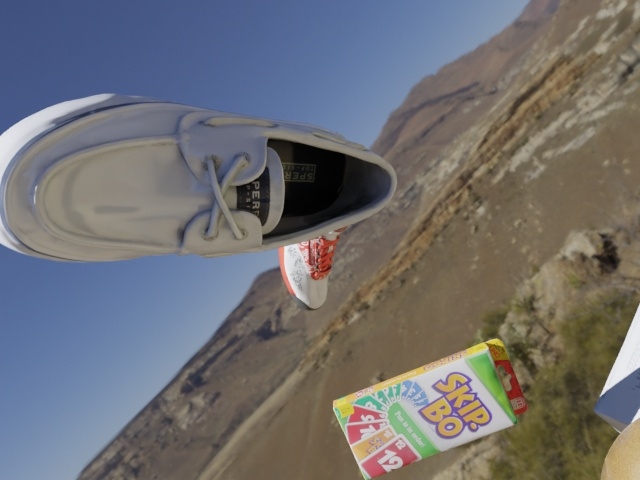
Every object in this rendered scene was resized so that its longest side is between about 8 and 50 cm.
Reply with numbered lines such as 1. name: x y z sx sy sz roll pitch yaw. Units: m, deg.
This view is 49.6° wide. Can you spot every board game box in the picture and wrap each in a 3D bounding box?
1. board game box: 0.161 0.243 0.996 0.259 0.124 0.039 -23 9 3

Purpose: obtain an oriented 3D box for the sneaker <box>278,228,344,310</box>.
1. sneaker: -0.001 0.000 1.260 0.145 0.270 0.090 -5 10 41

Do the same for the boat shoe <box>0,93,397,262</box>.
1. boat shoe: -0.056 -0.036 0.402 0.258 0.084 0.095 -15 -66 -43

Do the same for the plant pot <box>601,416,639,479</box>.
1. plant pot: 0.387 0.307 0.615 0.237 0.237 0.254 -46 2 26

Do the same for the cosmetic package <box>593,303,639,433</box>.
1. cosmetic package: 0.659 0.284 1.169 0.161 0.453 0.230 16 74 50
